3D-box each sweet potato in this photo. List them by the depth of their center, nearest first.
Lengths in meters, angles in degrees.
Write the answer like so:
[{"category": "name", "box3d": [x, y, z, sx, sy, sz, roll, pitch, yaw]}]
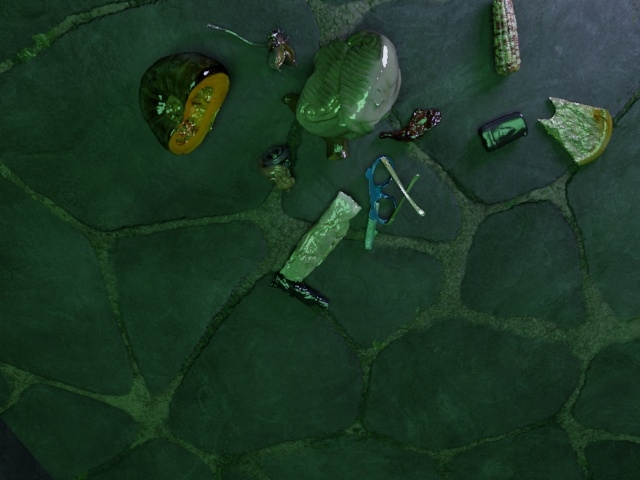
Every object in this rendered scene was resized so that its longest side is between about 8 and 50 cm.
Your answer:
[{"category": "sweet potato", "box3d": [-0.010, -0.371, 1.831, 0.285, 0.085, 0.112, 42, 114, -13]}]

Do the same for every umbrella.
[{"category": "umbrella", "box3d": [-0.071, 0.191, 2.096, 0.235, 0.059, 0.066, 27, 137, -6]}]

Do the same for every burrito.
[{"category": "burrito", "box3d": [0.000, 0.000, 1.996, 0.117, 0.076, 0.392, 34, 111, -11]}]

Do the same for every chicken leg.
[{"category": "chicken leg", "box3d": [0.295, -0.364, 1.833, 0.205, 0.053, 0.093, -32, 85, 9]}]

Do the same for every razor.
[{"category": "razor", "box3d": [0.588, -0.351, 1.813, 0.147, 0.054, 0.090, -24, 110, 13]}]

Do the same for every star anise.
[{"category": "star anise", "box3d": [-0.212, -0.594, 1.749, 0.227, 0.148, 0.218, 3, 152, 31]}]

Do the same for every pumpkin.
[{"category": "pumpkin", "box3d": [-0.435, -0.460, 1.779, 0.232, 0.242, 0.325, 45, 117, 16]}]

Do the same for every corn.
[{"category": "corn", "box3d": [0.555, -0.617, 1.693, 0.079, 0.079, 0.237, -9, 108, 8]}]

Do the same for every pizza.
[{"category": "pizza", "box3d": [0.817, -0.368, 1.802, 0.262, 0.034, 0.181, 35, 112, -11]}]

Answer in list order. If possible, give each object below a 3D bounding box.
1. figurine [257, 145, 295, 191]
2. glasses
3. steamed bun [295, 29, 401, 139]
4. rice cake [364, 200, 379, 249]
[{"category": "figurine", "box3d": [-0.145, -0.232, 1.887, 0.126, 0.114, 0.157, 14, 125, 36]}, {"category": "glasses", "box3d": [0.265, -0.155, 1.881, 0.206, 0.102, 0.239, 10, 118, 30]}, {"category": "steamed bun", "box3d": [0.112, -0.444, 1.692, 0.219, 0.309, 0.325, 22, 80, -44]}, {"category": "rice cake", "box3d": [0.182, -0.053, 1.985, 0.042, 0.030, 0.180, 5, 114, -5]}]
